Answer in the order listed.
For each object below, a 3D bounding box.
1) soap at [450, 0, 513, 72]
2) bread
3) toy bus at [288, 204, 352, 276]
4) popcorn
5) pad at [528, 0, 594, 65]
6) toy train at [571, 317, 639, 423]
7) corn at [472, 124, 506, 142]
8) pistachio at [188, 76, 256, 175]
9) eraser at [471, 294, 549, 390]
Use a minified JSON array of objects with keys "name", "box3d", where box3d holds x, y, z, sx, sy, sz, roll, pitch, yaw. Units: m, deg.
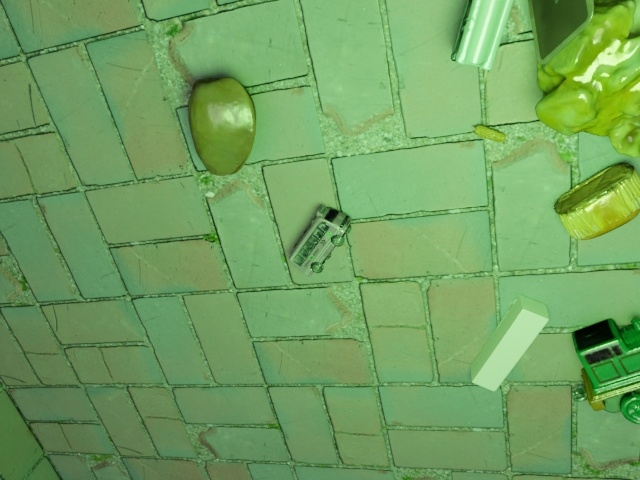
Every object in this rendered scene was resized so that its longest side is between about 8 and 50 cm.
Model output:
[{"name":"soap","box3d":[0.345,-0.490,1.026,0.094,0.150,0.261,15,121,10]},{"name":"bread","box3d":[0.656,-0.086,1.175,0.190,0.132,0.114,-32,106,30]},{"name":"toy bus","box3d":[0.000,0.000,1.408,0.108,0.096,0.199,36,123,-1]},{"name":"popcorn","box3d":[0.610,-0.340,1.001,0.334,0.292,0.294,27,76,6]},{"name":"pad","box3d":[0.437,-0.485,0.941,0.002,0.176,0.266,-3,81,-8]},{"name":"toy train","box3d":[0.855,0.310,1.322,0.429,0.178,0.249,-30,96,26]},{"name":"corn","box3d":[0.404,-0.257,1.208,0.083,0.028,0.027,19,115,-1]},{"name":"pistachio","box3d":[-0.244,-0.285,1.280,0.212,0.162,0.261,26,130,39]},{"name":"eraser","box3d":[0.536,0.298,1.442,0.078,0.076,0.298,22,120,1]}]
